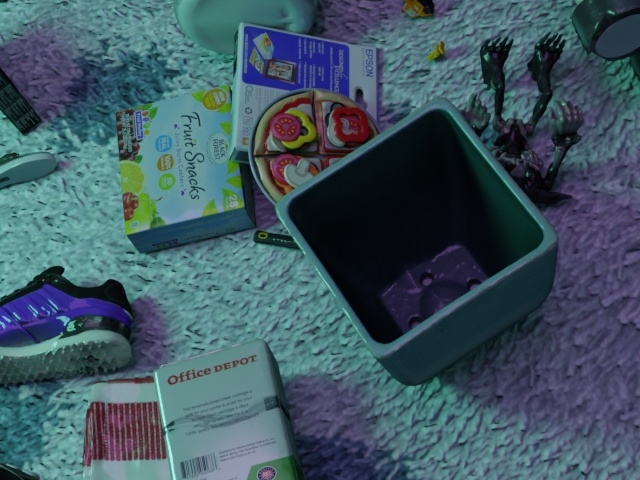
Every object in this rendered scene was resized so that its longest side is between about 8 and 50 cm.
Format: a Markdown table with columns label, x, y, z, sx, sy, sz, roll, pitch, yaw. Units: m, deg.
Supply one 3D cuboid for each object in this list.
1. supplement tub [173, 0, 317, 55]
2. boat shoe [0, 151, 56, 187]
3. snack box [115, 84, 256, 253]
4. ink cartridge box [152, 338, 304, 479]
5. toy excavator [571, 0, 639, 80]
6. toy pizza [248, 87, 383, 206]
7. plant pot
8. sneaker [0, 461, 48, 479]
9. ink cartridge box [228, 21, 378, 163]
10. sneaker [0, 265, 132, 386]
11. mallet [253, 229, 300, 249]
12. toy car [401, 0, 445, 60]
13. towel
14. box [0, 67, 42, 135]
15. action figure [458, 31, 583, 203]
| label | x | y | z | sx | sy | sz | roll | pitch | yaw |
| --- | --- | --- | --- | --- | --- | --- | --- | --- | --- |
| supplement tub | -0.106 | -0.457 | 2.022 | 0.207 | 0.207 | 0.338 | -6 | 62 | 12 |
| boat shoe | -0.457 | -0.108 | 2.033 | 0.142 | 0.049 | 0.040 | -17 | 60 | 9 |
| snack box | -0.190 | -0.101 | 1.944 | 0.175 | 0.070 | 0.207 | -12 | 63 | 8 |
| ink cartridge box | -0.110 | 0.244 | 1.706 | 0.153 | 0.087 | 0.208 | -15 | 61 | 3 |
| toy excavator | 0.561 | -0.394 | 1.780 | 0.445 | 0.433 | 0.222 | -36 | 56 | 28 |
| toy pizza | 0.002 | -0.117 | 1.867 | 0.201 | 0.032 | 0.201 | 6 | 70 | -16 |
| plant pot | 0.134 | 0.031 | 1.684 | 0.247 | 0.252 | 0.248 | -33 | 61 | -2 |
| sneaker | -0.452 | 0.302 | 1.752 | 0.234 | 0.106 | 0.078 | 18 | 85 | 3 |
| ink cartridge box | -0.021 | -0.194 | 1.938 | 0.208 | 0.045 | 0.206 | 8 | 63 | -14 |
| sneaker | -0.393 | 0.109 | 1.884 | 0.293 | 0.102 | 0.146 | -5 | 59 | 8 |
| mallet | 0.000 | 0.000 | 1.864 | 0.190 | 0.039 | 0.062 | 17 | 71 | 26 |
| toy car | 0.138 | -0.311 | 1.971 | 0.040 | 0.060 | 0.122 | -34 | 47 | 34 |
| towel | -0.194 | 0.323 | 1.751 | 0.237 | 0.037 | 0.329 | -5 | 63 | 12 |
| box | -0.509 | -0.266 | 2.044 | 0.045 | 0.190 | 0.184 | -41 | 60 | -6 |
| action figure | 0.254 | -0.146 | 1.808 | 0.164 | 0.141 | 0.275 | 3 | 63 | 4 |
